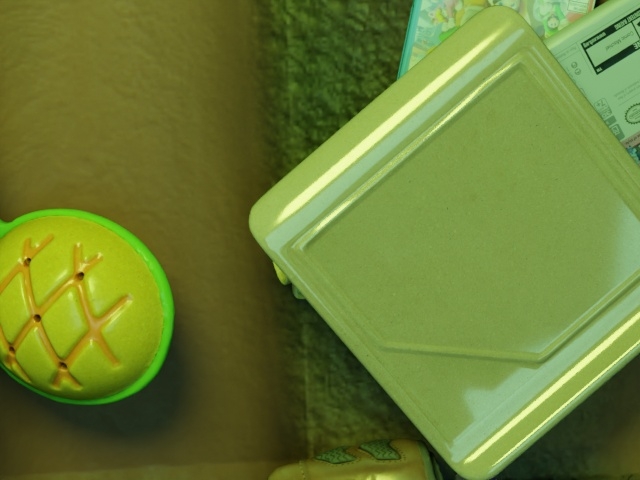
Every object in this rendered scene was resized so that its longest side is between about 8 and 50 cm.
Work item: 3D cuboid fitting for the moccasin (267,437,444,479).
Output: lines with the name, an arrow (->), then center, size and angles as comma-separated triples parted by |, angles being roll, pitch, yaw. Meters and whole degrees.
moccasin -> 0.043, 0.327, 1.324 | 0.147, 0.139, 0.380 | -12, 101, -1

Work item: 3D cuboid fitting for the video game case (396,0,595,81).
video game case -> 0.111, -0.107, 1.307 | 0.119, 0.015, 0.166 | 10, 100, -7

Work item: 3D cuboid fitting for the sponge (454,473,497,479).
sponge -> 0.127, 0.272, 1.330 | 0.031, 0.117, 0.210 | -11, 102, -4

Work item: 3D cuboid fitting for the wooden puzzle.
wooden puzzle -> 0.106, 0.003, 1.272 | 0.221, 0.044, 0.239 | -40, 101, -1

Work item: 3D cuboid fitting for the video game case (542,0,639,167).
video game case -> 0.177, -0.040, 1.308 | 0.212, 0.023, 0.193 | -31, 105, -3

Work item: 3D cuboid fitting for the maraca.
maraca -> -0.179, 0.039, 1.276 | 0.185, 0.099, 0.127 | 14, 98, 19

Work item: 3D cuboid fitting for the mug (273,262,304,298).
mug -> -0.001, -0.004, 1.305 | 0.064, 0.078, 0.062 | -11, 69, -11
